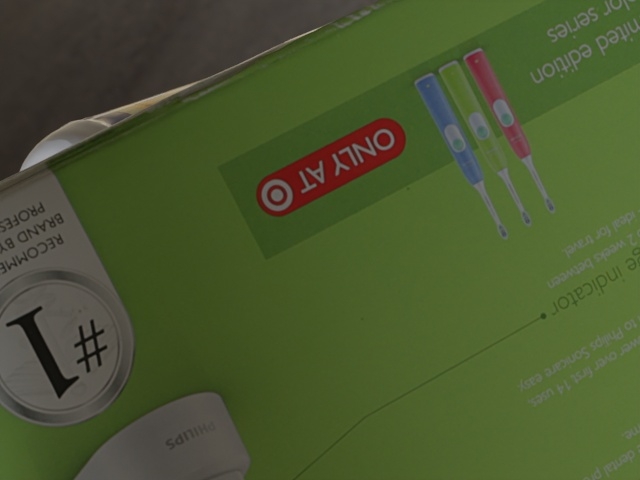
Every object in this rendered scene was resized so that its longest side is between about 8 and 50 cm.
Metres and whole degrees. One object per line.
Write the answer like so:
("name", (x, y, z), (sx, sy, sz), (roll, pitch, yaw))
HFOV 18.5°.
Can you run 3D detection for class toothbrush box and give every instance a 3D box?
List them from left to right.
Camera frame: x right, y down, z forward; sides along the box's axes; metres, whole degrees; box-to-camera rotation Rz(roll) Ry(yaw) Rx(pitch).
("toothbrush box", (0.038, 0.088, 0.486), (0.206, 0.283, 0.122), (-29, 2, -17))

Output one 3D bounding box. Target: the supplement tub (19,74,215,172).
("supplement tub", (0.000, 0.000, 1.174), (0.316, 0.228, 0.228), (-21, 12, -30))
